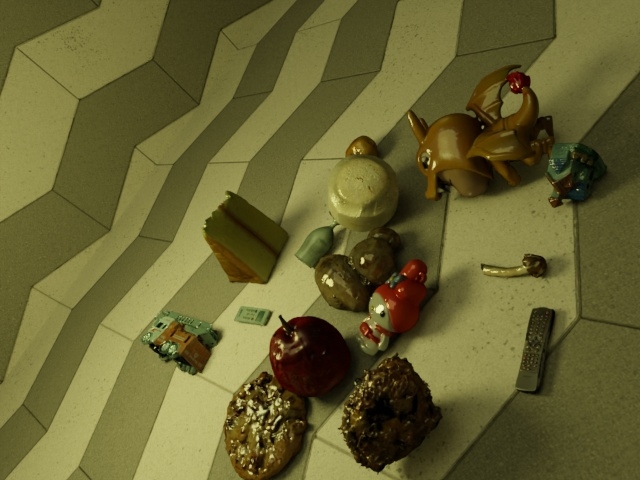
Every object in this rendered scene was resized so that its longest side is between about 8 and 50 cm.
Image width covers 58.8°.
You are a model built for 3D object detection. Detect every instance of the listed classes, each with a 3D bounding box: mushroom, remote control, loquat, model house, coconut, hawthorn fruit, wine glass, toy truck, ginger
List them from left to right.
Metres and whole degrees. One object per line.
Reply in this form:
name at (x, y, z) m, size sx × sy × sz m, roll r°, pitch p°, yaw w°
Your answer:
toy truck at (-0.536, 0.369, 2.149) m, size 0.338 × 0.133 × 0.184 m, roll 9°, pitch 53°, yaw 46°
remote control at (-0.244, 0.270, 2.029) m, size 0.162 × 0.029 × 0.061 m, roll 2°, pitch 60°, yaw 41°
hawthorn fruit at (-0.051, 0.304, 1.612) m, size 0.230 × 0.266 × 0.210 m, roll -24°, pitch 23°, yaw 23°
wine glass at (0.000, 0.000, 1.984) m, size 0.202 × 0.093 × 0.093 m, roll -49°, pitch 36°, yaw -8°
loquat at (0.151, -0.327, 2.130) m, size 0.137 × 0.113 × 0.137 m, roll -32°, pitch 45°, yaw 39°
ginger at (0.128, 0.087, 1.741) m, size 0.304 × 0.155 × 0.244 m, roll -34°, pitch 30°, yaw 4°
coconut at (0.139, -0.148, 1.875) m, size 0.237 × 0.266 × 0.237 m, roll -1°, pitch 77°, yaw 5°
mushroom at (0.488, 0.068, 1.460) m, size 0.187 × 0.061 × 0.060 m, roll -9°, pitch 55°, yaw 46°
remote control at (0.494, 0.249, 1.304) m, size 0.059 × 0.028 × 0.212 m, roll -6°, pitch 51°, yaw 47°
model house at (0.641, -0.155, 1.459) m, size 0.119 × 0.148 × 0.149 m, roll 13°, pitch 79°, yaw 45°

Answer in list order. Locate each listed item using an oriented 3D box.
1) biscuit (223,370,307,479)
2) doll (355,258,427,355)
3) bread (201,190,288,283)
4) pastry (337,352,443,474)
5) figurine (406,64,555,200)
biscuit at (-0.174, 0.531, 1.668) m, size 0.289 × 0.081 × 0.334 m, roll -45°, pitch 37°, yaw 4°
doll at (0.205, 0.184, 1.569) m, size 0.290 × 0.129 × 0.161 m, roll -55°, pitch 28°, yaw 13°
bread at (-0.329, -0.023, 2.113) m, size 0.245 × 0.361 × 0.233 m, roll 1°, pitch 57°, yaw 43°
pastry at (0.168, 0.404, 1.293) m, size 0.193 × 0.275 × 0.275 m, roll 23°, pitch 72°, yaw 30°
figurine at (0.470, -0.302, 1.652) m, size 0.387 × 0.268 × 0.401 m, roll -10°, pitch 55°, yaw 25°
